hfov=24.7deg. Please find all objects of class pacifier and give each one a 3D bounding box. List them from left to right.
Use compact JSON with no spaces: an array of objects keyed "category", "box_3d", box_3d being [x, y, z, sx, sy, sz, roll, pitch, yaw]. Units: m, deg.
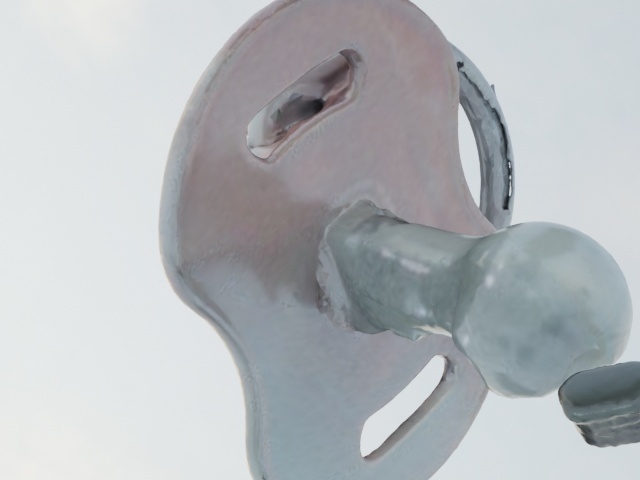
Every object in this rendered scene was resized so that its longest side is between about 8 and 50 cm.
[{"category":"pacifier","box_3d":[0.037,0.017,0.826,0.220,0.273,0.332,-19,-60,0]}]

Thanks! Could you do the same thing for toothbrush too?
[{"category":"toothbrush","box_3d":[0.240,0.041,0.570,0.297,0.030,0.031,-13,-49,18]}]
